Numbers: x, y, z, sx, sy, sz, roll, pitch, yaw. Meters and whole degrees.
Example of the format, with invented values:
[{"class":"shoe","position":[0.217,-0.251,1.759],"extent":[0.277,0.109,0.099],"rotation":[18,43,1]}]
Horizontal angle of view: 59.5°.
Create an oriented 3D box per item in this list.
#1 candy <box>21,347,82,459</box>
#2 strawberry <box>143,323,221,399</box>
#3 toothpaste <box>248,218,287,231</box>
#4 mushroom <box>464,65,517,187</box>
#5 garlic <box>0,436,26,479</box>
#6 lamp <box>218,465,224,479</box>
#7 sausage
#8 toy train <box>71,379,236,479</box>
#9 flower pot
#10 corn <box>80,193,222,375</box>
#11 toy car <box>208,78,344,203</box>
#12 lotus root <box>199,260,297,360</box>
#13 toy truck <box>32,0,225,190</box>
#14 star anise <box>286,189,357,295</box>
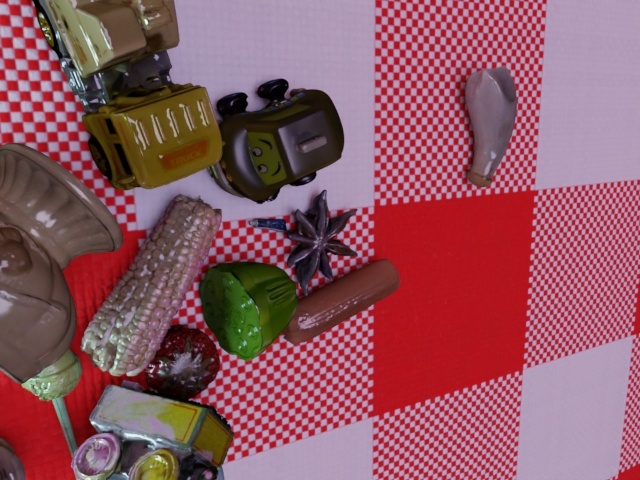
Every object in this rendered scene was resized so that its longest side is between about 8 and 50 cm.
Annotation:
[{"class":"candy","position":[-0.430,0.319,0.950],"extent":[0.093,0.092,0.335],"rotation":[-9,113,-14]},{"class":"strawberry","position":[-0.251,0.228,1.020],"extent":[0.145,0.086,0.145],"rotation":[-5,101,-29]},{"class":"toothpaste","position":[-0.101,-0.031,1.091],"extent":[0.083,0.019,0.027],"rotation":[3,81,-34]},{"class":"mushroom","position":[0.388,-0.257,1.275],"extent":[0.118,0.103,0.270],"rotation":[-18,114,-25]},{"class":"garlic","position":[-0.532,0.346,0.874],"extent":[0.131,0.127,0.194],"rotation":[1,80,-26]},{"class":"lamp","position":[-0.286,0.501,1.017],"extent":[0.209,0.147,0.284],"rotation":[32,84,-38]},{"class":"sausage","position":[0.044,0.123,1.164],"extent":[0.289,0.086,0.086],"rotation":[-25,111,-22]},{"class":"toy train","position":[-0.273,0.342,0.916],"extent":[0.134,0.261,0.177],"rotation":[69,35,-50]},{"class":"flower pot","position":[-0.433,0.016,0.766],"extent":[0.307,0.308,0.244],"rotation":[50,59,-27]},{"class":"corn","position":[-0.276,0.075,0.956],"extent":[0.127,0.127,0.335],"rotation":[36,80,-30]},{"class":"toy car","position":[-0.064,-0.170,0.977],"extent":[0.248,0.198,0.204],"rotation":[-27,113,-22]},{"class":"lotus root","position":[-0.107,0.108,1.044],"extent":[0.186,0.186,0.186],"rotation":[-6,103,-28]},{"class":"toy truck","position":[-0.279,-0.274,0.812],"extent":[0.181,0.254,0.405],"rotation":[-27,115,-27]},{"class":"star anise","position":[0.000,0.000,1.127],"extent":[0.181,0.061,0.204],"rotation":[-13,106,-28]}]
